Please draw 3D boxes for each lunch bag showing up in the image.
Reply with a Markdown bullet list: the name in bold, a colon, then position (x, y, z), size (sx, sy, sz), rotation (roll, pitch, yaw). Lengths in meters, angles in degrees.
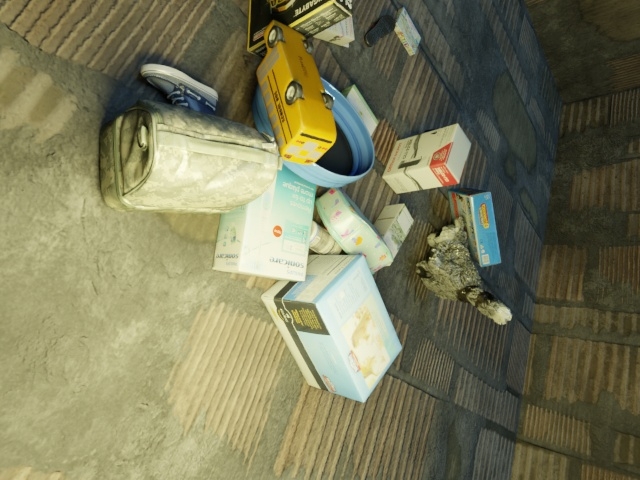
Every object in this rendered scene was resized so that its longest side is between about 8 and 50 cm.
- **lunch bag**: position (0.105, -0.032, 1.266), size (0.108, 0.224, 0.279), rotation (-38, 128, 9)
- **lunch bag**: position (-0.267, -0.167, 0.853), size (0.305, 0.256, 0.212), rotation (1, 88, -46)

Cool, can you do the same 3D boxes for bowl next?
- **bowl**: position (-0.017, -0.318, 1.137), size (0.391, 0.077, 0.390), rotation (24, 48, -29)

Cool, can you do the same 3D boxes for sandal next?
- **sandal**: position (0.217, -0.790, 1.527), size (0.179, 0.040, 0.067), rotation (-46, 115, -20)

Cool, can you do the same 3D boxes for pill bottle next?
- **pill bottle**: position (0.000, 0.000, 1.241), size (0.137, 0.078, 0.078), rotation (33, 66, -40)

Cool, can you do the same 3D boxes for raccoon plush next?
- **raccoon plush**: position (0.610, 0.114, 1.650), size (0.299, 0.446, 0.216), rotation (-42, 161, -23)

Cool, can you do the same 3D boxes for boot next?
- **boot**: position (-0.321, -0.330, 0.936), size (0.190, 0.069, 0.085), rotation (9, 79, -46)

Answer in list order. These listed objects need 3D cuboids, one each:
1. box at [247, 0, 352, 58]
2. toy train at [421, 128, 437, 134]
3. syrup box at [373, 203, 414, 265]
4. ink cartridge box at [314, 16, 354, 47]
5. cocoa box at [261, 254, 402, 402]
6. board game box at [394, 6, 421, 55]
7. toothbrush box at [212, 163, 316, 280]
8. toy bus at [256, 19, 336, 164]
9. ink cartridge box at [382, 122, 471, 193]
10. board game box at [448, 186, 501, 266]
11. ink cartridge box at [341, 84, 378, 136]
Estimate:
- **box**: position (-0.058, -0.648, 1.036), size (0.079, 0.322, 0.256), rotation (9, 83, -46)
- **toy train**: position (0.502, -0.346, 1.753), size (0.248, 0.105, 0.143), rotation (47, 68, -34)
- **syrup box**: position (0.243, -0.021, 1.473), size (0.093, 0.096, 0.236), rotation (54, 54, -27)
- **ink cartridge box**: position (0.052, -0.713, 1.334), size (0.181, 0.062, 0.104), rotation (-11, 97, -45)
- **cocoa box**: position (0.041, 0.240, 1.166), size (0.231, 0.228, 0.346), rotation (-42, 117, -38)
- **board game box**: position (0.357, -0.862, 1.672), size (0.154, 0.026, 0.103), rotation (42, 61, -36)
- **toothbrush box**: position (-0.141, -0.050, 1.069), size (0.216, 0.126, 0.295), rotation (16, 78, -44)
- **toy bus**: position (-0.065, -0.355, 0.961), size (0.108, 0.130, 0.332), rotation (3, 60, -40)
- **ink cartridge box**: position (0.392, -0.298, 1.513), size (0.114, 0.273, 0.196), rotation (41, 61, -32)
- **board game box**: position (0.672, -0.071, 1.789), size (0.302, 0.086, 0.308), rotation (-87, 164, -78)
- **ink cartridge box**: position (0.097, -0.384, 1.373), size (0.171, 0.056, 0.235), rotation (48, 55, -34)
